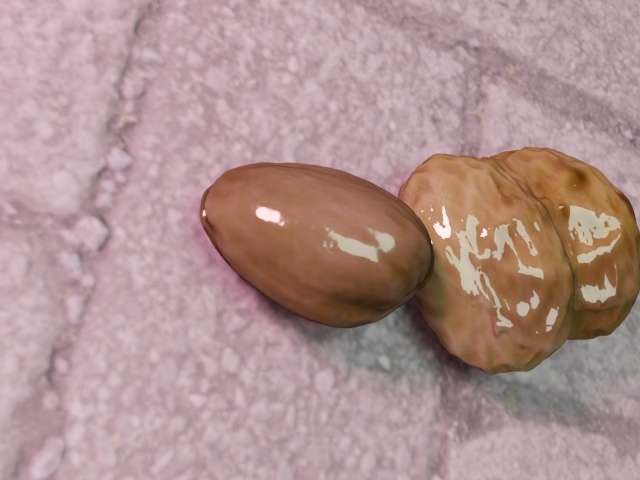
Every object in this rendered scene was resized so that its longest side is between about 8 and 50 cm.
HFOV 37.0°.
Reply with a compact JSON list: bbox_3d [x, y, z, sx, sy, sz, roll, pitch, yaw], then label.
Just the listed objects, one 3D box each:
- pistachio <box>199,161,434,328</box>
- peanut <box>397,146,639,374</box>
[{"bbox_3d":[0.000,0.000,0.718,0.186,0.108,0.126,16,68,-13],"label":"pistachio"},{"bbox_3d":[0.176,0.007,0.824,0.233,0.110,0.196,-13,75,-35],"label":"peanut"}]
